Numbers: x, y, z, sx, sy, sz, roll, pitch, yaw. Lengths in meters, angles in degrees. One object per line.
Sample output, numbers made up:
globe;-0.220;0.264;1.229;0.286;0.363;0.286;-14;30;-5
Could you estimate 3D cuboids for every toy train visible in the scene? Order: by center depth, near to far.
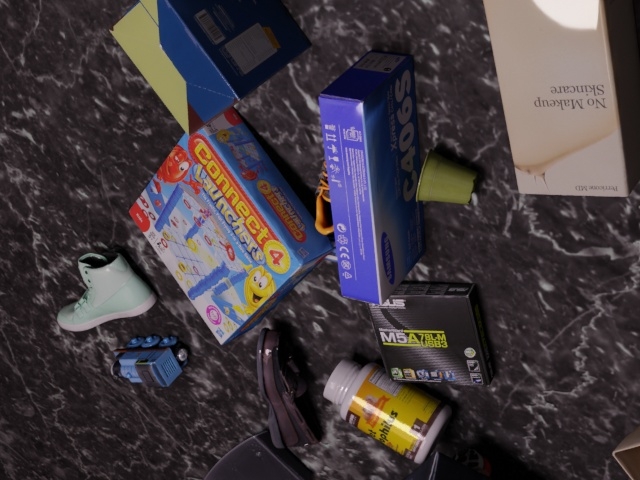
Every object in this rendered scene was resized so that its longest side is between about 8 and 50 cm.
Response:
toy train;-0.359;0.251;2.206;0.184;0.105;0.080;-5;117;38

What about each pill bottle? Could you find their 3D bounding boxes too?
pill bottle;0.117;0.296;1.889;0.215;0.117;0.117;29;133;16

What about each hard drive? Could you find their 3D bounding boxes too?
hard drive;-0.132;0.505;2.265;0.172;0.054;0.254;43;136;1

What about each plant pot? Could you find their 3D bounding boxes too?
plant pot;0.192;-0.087;1.593;0.079;0.083;0.083;16;130;11
plant pot;0.533;0.322;1.626;0.109;0.096;0.109;51;135;-8

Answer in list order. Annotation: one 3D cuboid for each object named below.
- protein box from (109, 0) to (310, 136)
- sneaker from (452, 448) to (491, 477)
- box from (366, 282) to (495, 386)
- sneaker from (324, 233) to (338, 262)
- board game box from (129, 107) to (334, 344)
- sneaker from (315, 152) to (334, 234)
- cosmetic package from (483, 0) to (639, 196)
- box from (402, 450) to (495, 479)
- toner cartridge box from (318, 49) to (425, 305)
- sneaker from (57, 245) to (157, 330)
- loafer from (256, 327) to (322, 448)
protein box;-0.161;-0.304;1.592;0.136;0.201;0.200;-27;103;44
sneaker;0.271;0.480;1.947;0.118;0.107;0.279;20;137;2
box;0.184;0.157;1.784;0.191;0.045;0.184;0;123;29
sneaker;0.000;0.000;1.808;0.144;0.053;0.059;2;116;29
board game box;-0.163;-0.020;1.838;0.308;0.086;0.302;54;137;9
sneaker;0.033;-0.099;1.688;0.084;0.083;0.215;20;129;25
cosmetic package;0.322;-0.218;1.375;0.160;0.113;0.309;2;121;34
box;0.264;0.677;1.856;0.480;0.297;0.472;28;134;-9
toner cartridge box;0.084;-0.092;1.599;0.075;0.165;0.348;13;128;28
sneaker;-0.467;0.093;2.175;0.256;0.094;0.151;-16;117;31
loafer;-0.056;0.283;2.033;0.095;0.109;0.302;2;130;12
